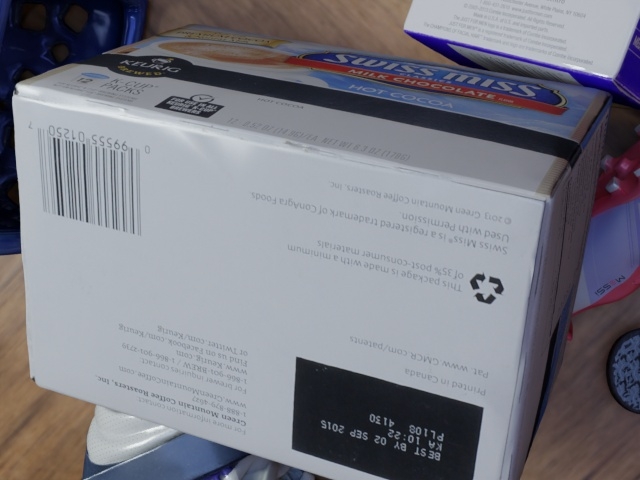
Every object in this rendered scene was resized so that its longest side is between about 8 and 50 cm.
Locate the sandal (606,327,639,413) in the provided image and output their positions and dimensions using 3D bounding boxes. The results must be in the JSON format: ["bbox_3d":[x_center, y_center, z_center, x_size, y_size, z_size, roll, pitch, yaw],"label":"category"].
[{"bbox_3d":[0.360,0.113,0.802,0.254,0.054,0.097,11,83,11],"label":"sandal"}]

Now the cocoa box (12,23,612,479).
[{"bbox_3d":[0.000,0.000,0.701,0.347,0.228,0.231,13,117,19],"label":"cocoa box"}]

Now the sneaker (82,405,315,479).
[{"bbox_3d":[-0.043,0.198,0.820,0.322,0.130,0.236,4,96,14],"label":"sneaker"}]

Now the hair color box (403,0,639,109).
[{"bbox_3d":[0.212,-0.285,0.749,0.185,0.110,0.339,23,97,36],"label":"hair color box"}]

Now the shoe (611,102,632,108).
[{"bbox_3d":[0.323,-0.133,0.781,0.219,0.076,0.058,-3,96,9],"label":"shoe"}]

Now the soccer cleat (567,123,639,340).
[{"bbox_3d":[0.238,-0.012,0.763,0.095,0.083,0.248,39,127,-10],"label":"soccer cleat"}]

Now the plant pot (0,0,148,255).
[{"bbox_3d":[-0.297,-0.128,0.803,0.212,0.236,0.236,16,95,13],"label":"plant pot"}]
